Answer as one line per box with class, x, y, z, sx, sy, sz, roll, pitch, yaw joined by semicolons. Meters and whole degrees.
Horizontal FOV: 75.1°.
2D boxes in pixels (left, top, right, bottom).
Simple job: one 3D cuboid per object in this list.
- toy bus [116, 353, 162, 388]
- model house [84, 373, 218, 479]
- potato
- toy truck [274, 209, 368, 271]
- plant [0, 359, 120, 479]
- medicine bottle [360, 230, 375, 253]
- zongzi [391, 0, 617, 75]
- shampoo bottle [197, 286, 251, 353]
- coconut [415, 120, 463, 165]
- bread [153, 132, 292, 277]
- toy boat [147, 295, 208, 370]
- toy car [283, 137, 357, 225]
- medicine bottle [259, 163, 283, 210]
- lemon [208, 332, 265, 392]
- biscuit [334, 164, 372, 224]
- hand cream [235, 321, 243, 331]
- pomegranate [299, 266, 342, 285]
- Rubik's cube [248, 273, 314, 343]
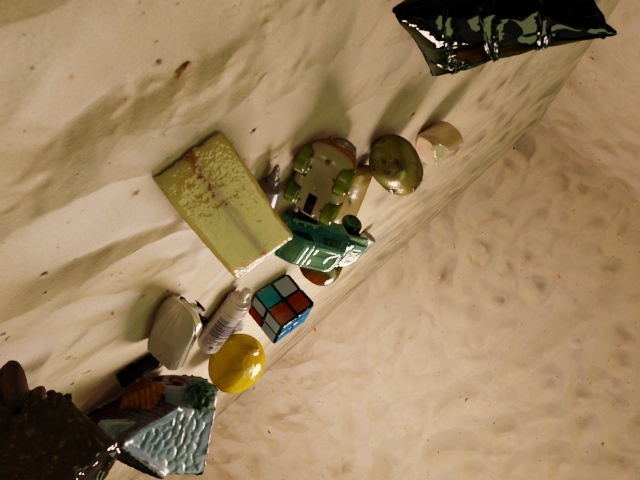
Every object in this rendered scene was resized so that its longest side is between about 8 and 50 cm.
toy bus;-0.546;0.396;1.300;0.172;0.057;0.072;-29;168;-39
model house;-0.581;0.568;1.320;0.360;0.297;0.339;-5;159;37
potato;0.239;-0.233;1.313;0.149;0.197;0.228;-28;-177;27
toy truck;0.000;0.000;1.255;0.279;0.156;0.155;15;135;-23
plant;-0.552;0.369;0.782;0.181;0.321;0.194;-50;165;-43
medicine bottle;0.205;0.025;2.064;0.130;0.080;0.080;-50;162;24
zongzi;0.358;-0.543;0.852;0.384;0.362;0.319;-7;179;22
shampoo bottle;-0.323;0.268;1.435;0.303;0.092;0.092;-53;161;28
coconut;0.439;-0.360;1.525;0.153;0.147;0.147;-33;162;-18
bread;-0.179;-0.054;0.823;0.168;0.163;0.264;-39;163;-8
toy boat;-0.388;0.244;1.151;0.141;0.141;0.269;-17;148;-56
toy car;0.027;-0.180;1.083;0.235;0.145;0.235;-59;175;-7
medicine bottle;-0.124;-0.109;0.999;0.058;0.057;0.199;-30;159;-36
lemon;-0.352;0.515;1.748;0.263;0.236;0.236;-57;163;2
biscuit;0.059;-0.108;1.380;0.237;0.062;0.290;-29;153;-37
hand cream;-0.333;0.315;1.621;0.067;0.042;0.194;-37;159;-16
pomegranate;0.020;0.067;1.550;0.210;0.180;0.180;-36;168;28
Rubik's cube;-0.159;0.271;1.665;0.183;0.180;0.167;-33;161;-36
